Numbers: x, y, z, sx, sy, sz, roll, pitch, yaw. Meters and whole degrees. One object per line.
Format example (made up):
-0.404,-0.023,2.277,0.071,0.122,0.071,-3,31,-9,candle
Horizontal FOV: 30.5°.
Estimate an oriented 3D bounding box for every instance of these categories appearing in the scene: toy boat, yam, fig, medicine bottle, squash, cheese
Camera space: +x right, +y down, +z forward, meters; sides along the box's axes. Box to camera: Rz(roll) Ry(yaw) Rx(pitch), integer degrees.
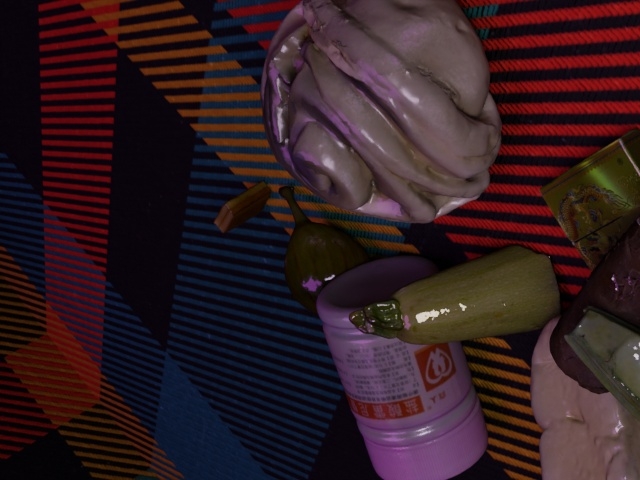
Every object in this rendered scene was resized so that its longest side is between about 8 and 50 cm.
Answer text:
0.391,0.177,1.254,0.293,0.093,0.055,38,-179,9,toy boat
0.361,0.068,1.345,0.131,0.131,0.280,49,147,17,yam
0.000,0.000,1.977,0.151,0.151,0.259,123,135,-58,fig
0.132,0.204,1.845,0.202,0.202,0.316,9,124,54,medicine bottle
0.180,0.089,1.648,0.137,0.287,0.137,167,90,-88,squash
0.355,0.219,1.526,0.159,0.093,0.263,-27,61,50,cheese

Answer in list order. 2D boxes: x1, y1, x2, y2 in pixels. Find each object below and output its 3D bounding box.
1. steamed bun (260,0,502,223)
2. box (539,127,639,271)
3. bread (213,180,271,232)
0.057,-0.176,1.565,0.352,0.247,0.339,21,132,54,steamed bun
0.406,0.031,1.418,0.311,0.043,0.173,58,150,3,box
-0.142,-0.060,2.136,0.035,0.094,0.090,52,151,9,bread
